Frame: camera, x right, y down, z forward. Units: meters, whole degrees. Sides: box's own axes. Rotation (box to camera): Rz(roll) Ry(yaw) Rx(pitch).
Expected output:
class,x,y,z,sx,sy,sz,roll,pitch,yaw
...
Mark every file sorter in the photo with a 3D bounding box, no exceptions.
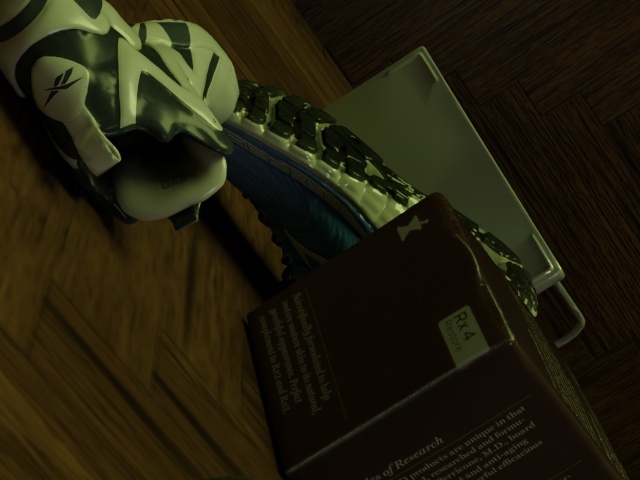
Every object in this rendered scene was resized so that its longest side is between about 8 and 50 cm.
class,x,y,z,sx,sy,sz,roll,pitch,yaw
file sorter,0.103,-0.001,1.331,0.277,0.193,0.173,63,9,29

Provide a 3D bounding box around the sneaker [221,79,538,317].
class,x,y,z,sx,sy,sz,roll,pitch,yaw
sneaker,0.000,0.000,1.055,0.330,0.147,0.130,37,18,-1

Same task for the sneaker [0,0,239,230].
class,x,y,z,sx,sy,sz,roll,pitch,yaw
sneaker,-0.100,-0.066,0.859,0.153,0.094,0.235,62,11,18

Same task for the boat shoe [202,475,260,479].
class,x,y,z,sx,sy,sz,roll,pitch,yaw
boat shoe,0.007,0.227,0.489,0.104,0.111,0.307,84,-19,-46

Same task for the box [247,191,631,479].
class,x,y,z,sx,sy,sz,roll,pitch,yaw
box,0.082,0.116,0.938,0.203,0.167,0.168,50,13,-34
